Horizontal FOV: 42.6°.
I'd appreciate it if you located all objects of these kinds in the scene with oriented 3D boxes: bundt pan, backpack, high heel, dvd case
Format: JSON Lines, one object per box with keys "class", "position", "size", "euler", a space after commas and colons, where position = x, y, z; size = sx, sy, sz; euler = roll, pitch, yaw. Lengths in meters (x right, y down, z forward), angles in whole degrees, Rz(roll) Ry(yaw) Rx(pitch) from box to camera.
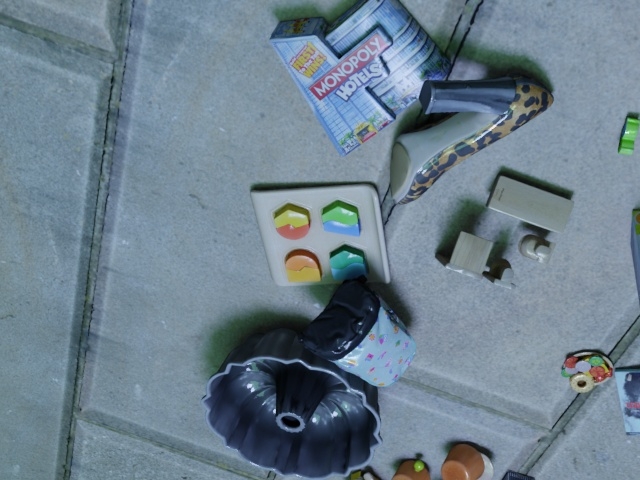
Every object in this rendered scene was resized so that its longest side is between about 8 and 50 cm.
{"class": "bundt pan", "position": [-0.042, 0.286, 1.492], "size": [0.330, 0.124, 0.331], "euler": [7, 128, 8]}
{"class": "backpack", "position": [0.071, 0.161, 1.332], "size": [0.152, 0.115, 0.182], "euler": [-46, 139, 2]}
{"class": "high heel", "position": [0.203, -0.127, 1.142], "size": [0.186, 0.093, 0.261], "euler": [-3, 149, -14]}
{"class": "dvd case", "position": [0.542, 0.270, 1.360], "size": [0.087, 0.013, 0.120], "euler": [-5, 106, 35]}

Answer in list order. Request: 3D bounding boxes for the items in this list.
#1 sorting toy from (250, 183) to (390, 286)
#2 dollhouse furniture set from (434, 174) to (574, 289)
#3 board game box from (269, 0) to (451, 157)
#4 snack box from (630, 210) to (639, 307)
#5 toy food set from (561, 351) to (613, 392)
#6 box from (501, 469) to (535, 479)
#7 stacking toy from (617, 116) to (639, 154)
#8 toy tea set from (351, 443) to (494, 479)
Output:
{"class": "sorting toy", "position": [0.000, 0.000, 1.309], "size": [0.208, 0.038, 0.193], "euler": [0, 128, 15]}
{"class": "dollhouse furniture set", "position": [0.272, -0.013, 1.236], "size": [0.144, 0.123, 0.151], "euler": [20, 95, -1]}
{"class": "board game box", "position": [0.038, -0.239, 1.096], "size": [0.194, 0.060, 0.194], "euler": [-33, 114, 33]}
{"class": "snack box", "position": [0.515, 0.042, 1.099], "size": [0.174, 0.207, 0.070], "euler": [-2, 127, 15]}
{"class": "toy food set", "position": [0.448, 0.218, 1.378], "size": [0.083, 0.020, 0.082], "euler": [-26, 117, 31]}
{"class": "box", "position": [0.343, 0.612, 1.556], "size": [0.060, 0.270, 0.216], "euler": [15, 131, 1]}
{"class": "stacking toy", "position": [0.490, -0.180, 1.031], "size": [0.166, 0.052, 0.221], "euler": [13, 130, 5]}
{"class": "toy tea set", "position": [0.217, 0.512, 1.637], "size": [0.336, 0.124, 0.200], "euler": [-30, 86, 35]}
